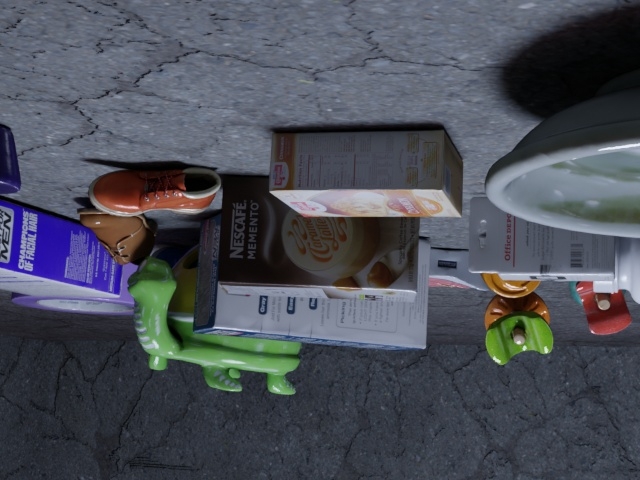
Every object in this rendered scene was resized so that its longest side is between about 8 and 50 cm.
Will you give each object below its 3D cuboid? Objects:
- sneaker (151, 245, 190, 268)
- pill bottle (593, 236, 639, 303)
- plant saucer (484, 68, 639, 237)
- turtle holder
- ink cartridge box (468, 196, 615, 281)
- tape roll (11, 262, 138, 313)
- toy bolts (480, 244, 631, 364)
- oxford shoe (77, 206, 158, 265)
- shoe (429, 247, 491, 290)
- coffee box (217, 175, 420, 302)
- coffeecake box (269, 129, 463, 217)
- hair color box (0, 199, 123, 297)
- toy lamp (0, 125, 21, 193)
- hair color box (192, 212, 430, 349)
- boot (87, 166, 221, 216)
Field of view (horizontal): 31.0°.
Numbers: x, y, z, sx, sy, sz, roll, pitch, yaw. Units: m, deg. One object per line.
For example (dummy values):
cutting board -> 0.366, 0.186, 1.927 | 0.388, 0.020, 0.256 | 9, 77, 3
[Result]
sneaker -> -0.214, 0.041, 1.969 | 0.085, 0.058, 0.152 | 2, 176, 40
pill bottle -> 0.472, 0.026, 1.515 | 0.222, 0.124, 0.124 | -1, 169, 14
plant saucer -> 0.348, -0.082, 1.015 | 0.401, 0.100, 0.400 | 4, 170, 1
turtle holder -> -0.172, 0.111, 1.848 | 0.320, 0.227, 0.243 | 11, 178, -20
ink cartridge box -> 0.282, -0.003, 1.466 | 0.180, 0.104, 0.060 | 0, 171, 16
tape roll -> -0.443, 0.083, 2.188 | 0.275, 0.090, 0.275 | 2, 170, 0
toy bolts -> 0.356, 0.059, 1.788 | 0.229, 0.218, 0.158 | -12, -160, 12
oxford shoe -> -0.295, -0.006, 1.697 | 0.076, 0.076, 0.212 | 1, 168, 17
shoe -> 0.222, 0.048, 1.902 | 0.178, 0.063, 0.081 | 9, 171, -2
coffee box -> 0.000, 0.000, 1.456 | 0.247, 0.141, 0.098 | 2, 170, 3
coffeecake box -> 0.053, -0.070, 1.254 | 0.186, 0.068, 0.142 | 1, 171, 16
hair color box -> -0.472, 0.015, 1.771 | 0.185, 0.110, 0.339 | 0, 171, 24
toy lamp -> -0.368, 0.012, 1.237 | 0.080, 0.274, 0.080 | 4, 171, 1
hair color box -> -0.010, 0.067, 1.741 | 0.347, 0.173, 0.105 | 8, 169, -25
boot -> -0.199, -0.066, 1.398 | 0.158, 0.059, 0.085 | -2, 169, -23
